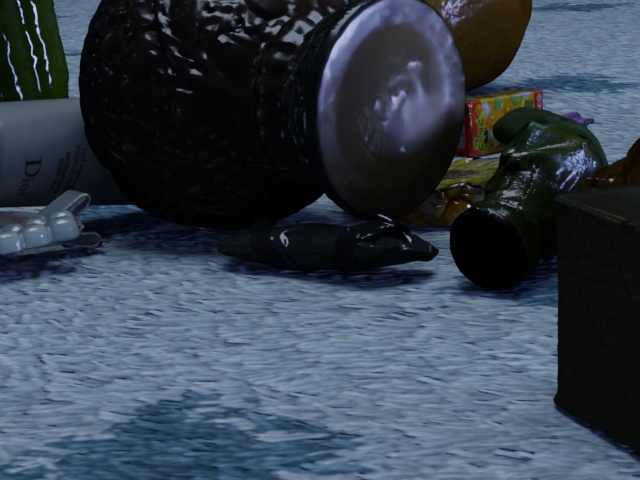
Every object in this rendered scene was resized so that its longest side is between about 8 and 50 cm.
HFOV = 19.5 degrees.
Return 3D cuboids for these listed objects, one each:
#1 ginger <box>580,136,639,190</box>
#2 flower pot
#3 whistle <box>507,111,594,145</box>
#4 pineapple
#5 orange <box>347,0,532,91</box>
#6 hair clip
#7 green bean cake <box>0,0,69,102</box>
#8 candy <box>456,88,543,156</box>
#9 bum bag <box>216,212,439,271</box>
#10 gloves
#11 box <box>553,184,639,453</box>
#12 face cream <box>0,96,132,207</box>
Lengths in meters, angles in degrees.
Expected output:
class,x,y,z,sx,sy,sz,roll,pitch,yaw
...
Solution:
class,x,y,z,sx,sy,sz,roll,pitch,yaw
ginger,0.364,-0.041,1.371,0.357,0.152,0.274,-11,7,16
flower pot,-0.032,-0.127,1.620,0.266,0.266,0.267,-13,18,-42
whistle,0.259,-0.120,2.079,0.033,0.033,0.176,6,14,31
pineapple,0.112,-0.045,1.746,0.221,0.047,0.221,-4,10,1
orange,0.156,-0.326,2.495,0.264,0.264,0.264,-2,12,0
hair clip,-0.289,0.005,1.572,0.220,0.054,0.140,-15,18,-29
green bean cake,-0.463,-0.153,1.966,0.335,0.218,0.319,2,19,45
candy,0.195,-0.132,2.073,0.122,0.062,0.038,-13,17,-40
bum bag,0.000,0.000,1.529,0.198,0.049,0.087,2,5,36
gloves,0.182,-0.044,1.535,0.107,0.135,0.268,3,28,17
box,0.266,0.051,1.057,0.184,0.143,0.273,-6,13,-18
face cream,-0.236,-0.081,1.690,0.314,0.143,0.089,-7,43,-42
